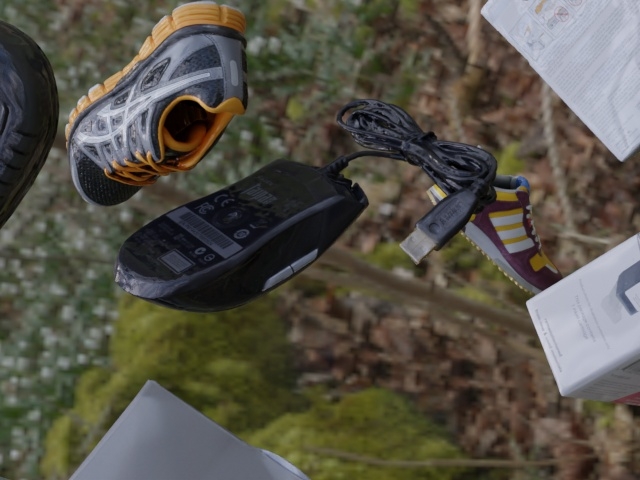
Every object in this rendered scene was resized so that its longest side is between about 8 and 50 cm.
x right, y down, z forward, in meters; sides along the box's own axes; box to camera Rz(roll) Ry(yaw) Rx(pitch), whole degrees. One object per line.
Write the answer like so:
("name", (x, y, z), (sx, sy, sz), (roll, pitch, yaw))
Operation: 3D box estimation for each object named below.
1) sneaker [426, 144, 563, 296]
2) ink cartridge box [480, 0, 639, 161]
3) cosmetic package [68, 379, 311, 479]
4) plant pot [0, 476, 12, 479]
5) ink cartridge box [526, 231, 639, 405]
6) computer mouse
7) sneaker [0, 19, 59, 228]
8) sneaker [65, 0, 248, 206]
("sneaker", (0.199, -0.017, 1.616), (0.084, 0.185, 0.069), (-46, 22, 13))
("ink cartridge box", (0.306, -0.225, 1.678), (0.232, 0.066, 0.189), (51, 139, 11))
("cosmetic package", (-0.080, 0.180, 0.532), (0.127, 0.238, 0.107), (35, 145, 9))
("plant pot", (-0.229, 0.290, 1.131), (0.252, 0.247, 0.247), (109, 178, -61))
("ink cartridge box", (0.301, 0.044, 1.271), (0.218, 0.158, 0.092), (-33, 63, 29))
("computer mouse", (0.000, 0.000, 1.092), (0.184, 0.262, 0.060), (28, 141, 45))
("sneaker", (-0.110, 0.003, 0.377), (0.170, 0.089, 0.051), (-41, 88, 22))
("sneaker", (-0.120, -0.080, 1.139), (0.215, 0.084, 0.083), (-46, 50, 44))
